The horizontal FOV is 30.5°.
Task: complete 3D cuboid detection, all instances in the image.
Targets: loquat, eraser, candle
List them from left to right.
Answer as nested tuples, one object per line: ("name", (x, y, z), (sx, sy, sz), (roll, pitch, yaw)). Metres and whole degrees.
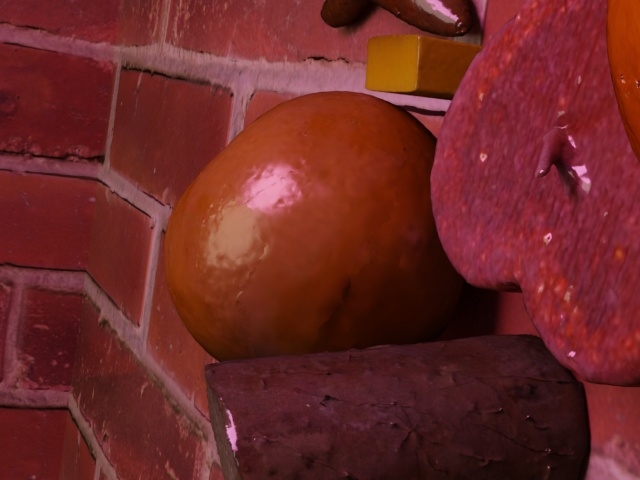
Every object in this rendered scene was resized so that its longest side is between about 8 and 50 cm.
("loquat", (0.000, 0.000, 0.988), (0.263, 0.263, 0.263), (-174, 90, -68))
("eraser", (0.109, -0.133, 0.929), (0.097, 0.122, 0.045), (-162, 78, -68))
("candle", (0.185, -0.065, 0.727), (0.317, 0.131, 0.287), (-129, 51, -58))

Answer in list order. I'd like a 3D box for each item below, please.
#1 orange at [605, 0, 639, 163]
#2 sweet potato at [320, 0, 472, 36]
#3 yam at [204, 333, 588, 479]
("orange", (0.241, -0.110, 0.474), (0.284, 0.226, 0.284), (-172, 90, -72))
("sweet potato", (0.056, -0.258, 1.152), (0.346, 0.079, 0.108), (-148, 53, -69))
("yam", (0.047, 0.151, 0.852), (0.161, 0.268, 0.161), (175, 90, -70))
